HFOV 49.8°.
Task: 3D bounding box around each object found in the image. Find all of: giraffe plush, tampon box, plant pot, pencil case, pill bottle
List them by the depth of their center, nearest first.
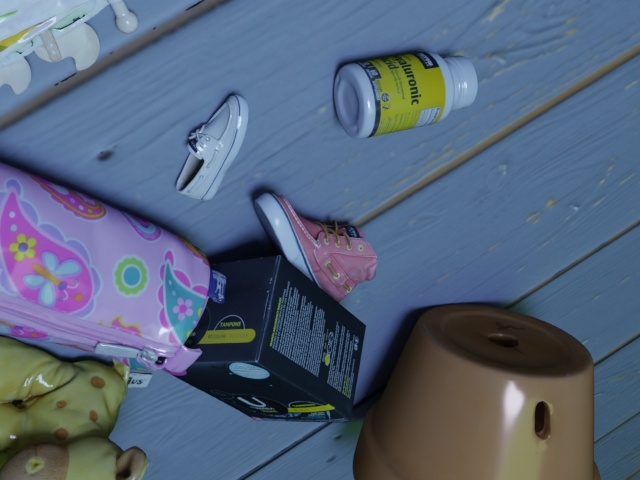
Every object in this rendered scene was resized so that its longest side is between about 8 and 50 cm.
[{"bbox_3d":[-0.214,0.018,0.513,0.284,0.124,0.124,28,108,-41],"label":"pencil case"},{"bbox_3d":[0.076,-0.130,0.605,0.116,0.065,0.065,-15,131,-21],"label":"pill bottle"},{"bbox_3d":[-0.232,0.193,0.606,0.210,0.170,0.181,-8,128,-25],"label":"giraffe plush"},{"bbox_3d":[-0.051,0.099,0.653,0.120,0.101,0.161,-9,146,32],"label":"tampon box"},{"bbox_3d":[0.194,0.205,0.816,0.291,0.291,0.203,-2,109,-29],"label":"plant pot"}]

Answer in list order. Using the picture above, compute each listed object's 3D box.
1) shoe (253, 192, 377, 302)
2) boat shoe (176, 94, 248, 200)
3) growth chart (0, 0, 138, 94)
[{"bbox_3d":[0.000,0.000,0.670,0.081,0.063,0.178,-33,140,-6],"label":"shoe"},{"bbox_3d":[-0.092,-0.077,0.570,0.035,0.035,0.100,7,127,-38],"label":"boat shoe"},{"bbox_3d":[-0.245,-0.159,0.423,0.237,0.021,0.172,-23,134,-13],"label":"growth chart"}]
